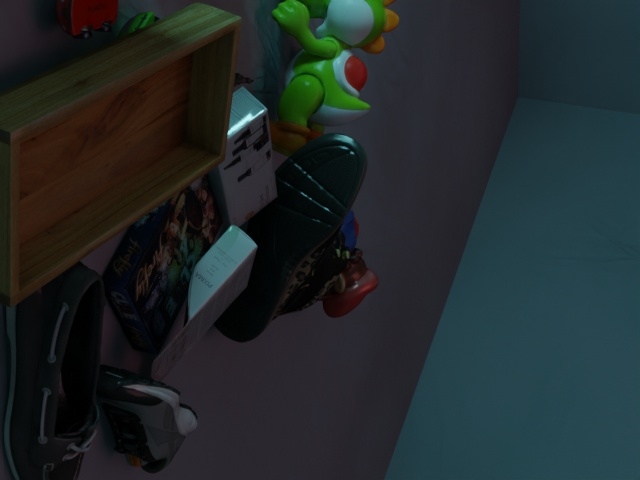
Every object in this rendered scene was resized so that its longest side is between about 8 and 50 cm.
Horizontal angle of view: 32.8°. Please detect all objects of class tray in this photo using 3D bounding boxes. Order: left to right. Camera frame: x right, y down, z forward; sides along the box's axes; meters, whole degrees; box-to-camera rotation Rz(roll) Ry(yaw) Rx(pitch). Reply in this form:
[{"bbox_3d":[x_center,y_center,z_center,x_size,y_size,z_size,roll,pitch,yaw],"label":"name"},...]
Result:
[{"bbox_3d":[-0.235,-0.113,1.223,0.411,0.076,0.203,-43,150,-52],"label":"tray"}]

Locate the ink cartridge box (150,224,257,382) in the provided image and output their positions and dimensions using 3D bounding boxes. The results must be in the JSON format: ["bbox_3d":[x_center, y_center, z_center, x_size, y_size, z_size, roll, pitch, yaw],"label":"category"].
[{"bbox_3d":[-0.184,0.100,1.547,0.224,0.056,0.181,-47,172,-22],"label":"ink cartridge box"}]

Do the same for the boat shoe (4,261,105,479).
[{"bbox_3d":[-0.300,0.175,1.266,0.112,0.095,0.335,-45,142,-60],"label":"boat shoe"}]

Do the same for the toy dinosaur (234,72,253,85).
[{"bbox_3d":[-0.158,-0.193,1.548,0.268,0.064,0.118,24,84,-68],"label":"toy dinosaur"}]

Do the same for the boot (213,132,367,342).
[{"bbox_3d":[-0.022,-0.008,1.837,0.377,0.138,0.284,-61,167,10],"label":"boot"}]

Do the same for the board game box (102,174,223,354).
[{"bbox_3d":[-0.215,0.014,1.516,0.165,0.042,0.243,77,30,-53],"label":"board game box"}]

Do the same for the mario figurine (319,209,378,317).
[{"bbox_3d":[0.000,0.000,2.107,0.198,0.170,0.320,-18,112,-28],"label":"mario figurine"}]

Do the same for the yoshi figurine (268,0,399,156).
[{"bbox_3d":[-0.020,-0.320,1.794,0.203,0.203,0.362,21,95,-32],"label":"yoshi figurine"}]

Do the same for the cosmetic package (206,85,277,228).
[{"bbox_3d":[-0.121,-0.111,1.583,0.099,0.060,0.239,-38,157,-16],"label":"cosmetic package"}]

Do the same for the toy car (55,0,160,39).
[{"bbox_3d":[-0.232,-0.270,1.284,0.225,0.053,0.239,78,30,-52],"label":"toy car"}]

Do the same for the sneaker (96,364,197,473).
[{"bbox_3d":[-0.244,0.247,1.484,0.271,0.100,0.108,66,43,-61],"label":"sneaker"}]
